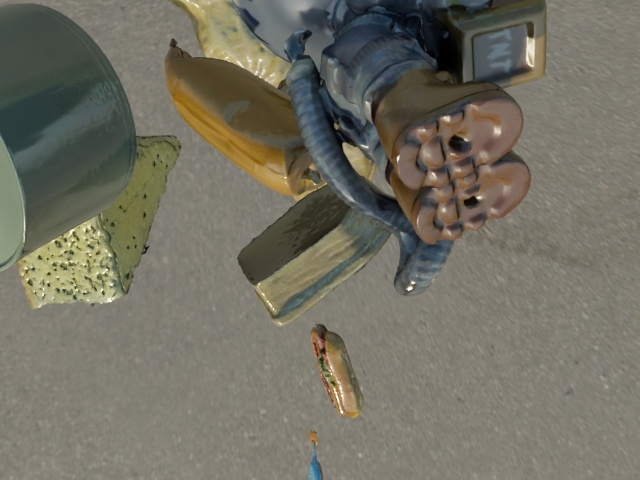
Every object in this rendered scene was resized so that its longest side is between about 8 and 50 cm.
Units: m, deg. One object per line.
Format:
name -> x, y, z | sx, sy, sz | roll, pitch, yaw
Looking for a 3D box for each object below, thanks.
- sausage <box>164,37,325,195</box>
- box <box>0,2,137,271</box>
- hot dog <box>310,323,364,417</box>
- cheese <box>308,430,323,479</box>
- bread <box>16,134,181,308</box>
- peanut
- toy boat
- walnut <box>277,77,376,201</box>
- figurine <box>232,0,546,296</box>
sausage -> -0.108, -0.164, 1.260 | 0.112, 0.328, 0.112 | -30, 141, -28
box -> -0.307, -0.101, 0.977 | 0.226, 0.149, 0.226 | 20, 127, 29
hot dog -> 0.027, 0.256, 2.017 | 0.062, 0.092, 0.236 | -31, 120, -19
cheese -> -0.009, 0.371, 1.677 | 0.017, 0.047, 0.111 | -3, 87, -25
bread -> -0.376, -0.043, 1.742 | 0.248, 0.315, 0.279 | -6, 96, 30
peanut -> -0.155, -0.369, 1.641 | 0.325, 0.140, 0.153 | 44, 80, -18
toy boat -> 0.000, 0.000, 1.093 | 0.188, 0.116, 0.061 | -39, 116, -1
walnut -> 0.004, -0.158, 1.537 | 0.198, 0.198, 0.245 | 0, 145, -4
figurine -> 0.041, -0.176, 0.736 | 0.186, 0.382, 0.261 | -16, 137, -12
